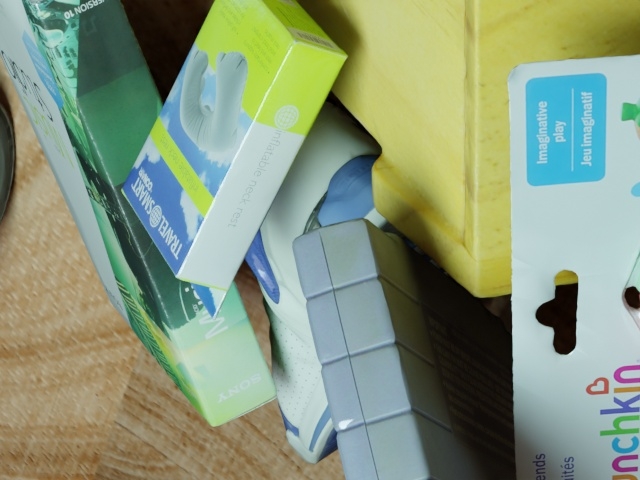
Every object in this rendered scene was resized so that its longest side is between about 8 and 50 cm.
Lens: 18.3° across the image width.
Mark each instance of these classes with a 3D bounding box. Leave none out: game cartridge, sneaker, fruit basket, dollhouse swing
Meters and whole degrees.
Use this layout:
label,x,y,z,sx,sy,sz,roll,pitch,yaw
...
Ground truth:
label,x,y,z,sx,sy,sz,roll,pitch,yaw
game cartridge,0.081,0.132,1.171,0.068,0.355,0.230,-23,69,13
sneaker,0.000,-0.001,1.320,0.182,0.127,0.315,49,158,25
fruit basket,0.275,0.040,1.015,0.353,0.165,0.327,-6,128,-3
dollhouse swing,0.128,-0.204,1.085,0.315,0.305,0.347,-10,128,-7

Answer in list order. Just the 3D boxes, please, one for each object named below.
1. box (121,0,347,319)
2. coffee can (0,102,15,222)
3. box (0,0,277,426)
label,x,y,z,sx,sy,sz,roll,pitch,yaw
box,-0.057,-0.057,1.152,0.178,0.042,0.109,-62,34,19
coffee can,-0.399,-0.068,1.489,0.275,0.201,0.201,24,136,19
box,-0.141,-0.056,1.328,0.232,0.058,0.322,41,156,59
